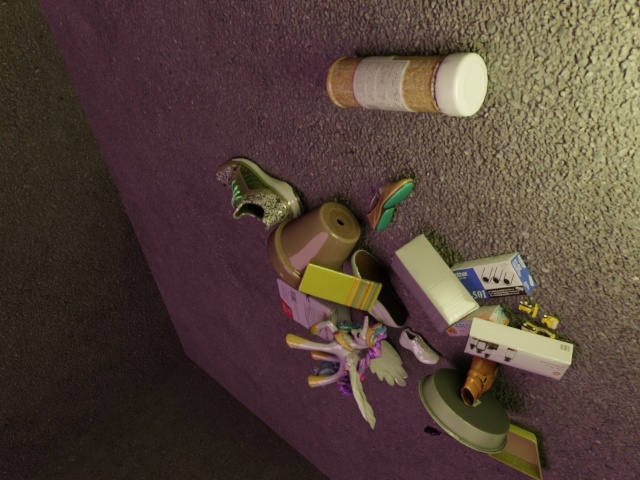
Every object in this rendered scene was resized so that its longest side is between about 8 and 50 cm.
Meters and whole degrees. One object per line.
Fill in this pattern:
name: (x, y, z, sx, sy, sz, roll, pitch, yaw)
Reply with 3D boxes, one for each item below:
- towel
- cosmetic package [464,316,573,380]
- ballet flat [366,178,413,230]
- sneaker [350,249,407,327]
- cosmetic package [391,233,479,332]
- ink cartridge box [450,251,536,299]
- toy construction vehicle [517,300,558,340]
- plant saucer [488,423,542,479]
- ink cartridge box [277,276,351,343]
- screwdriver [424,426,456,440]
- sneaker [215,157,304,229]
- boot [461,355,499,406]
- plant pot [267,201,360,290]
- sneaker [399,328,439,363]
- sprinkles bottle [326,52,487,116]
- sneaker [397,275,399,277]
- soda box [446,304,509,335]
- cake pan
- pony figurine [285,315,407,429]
towel: (0.059, 0.140, 1.573, 0.237, 0.021, 0.102, 17, 113, -9)
cosmetic package: (0.492, 0.273, 1.316, 0.239, 0.060, 0.099, 14, 146, 16)
ballet flat: (0.175, -0.109, 1.413, 0.073, 0.080, 0.232, 58, 150, 20)
sneaker: (0.157, 0.163, 1.677, 0.123, 0.106, 0.290, -10, 115, 53)
cosmetic package: (0.295, 0.116, 1.389, 0.238, 0.107, 0.127, 58, 172, 16)
ink cartridge box: (0.426, 0.094, 1.319, 0.207, 0.046, 0.097, -18, 106, 57)
toy construction vehicle: (0.538, 0.197, 1.297, 0.098, 0.035, 0.086, 23, 128, 34)
plant saucer: (0.604, 0.637, 1.637, 0.188, 0.045, 0.188, 13, 132, 46)
ink cartridge box: (-0.020, 0.240, 1.976, 0.273, 0.114, 0.197, 28, 141, 34)
screwdriver: (0.457, 0.722, 1.943, 0.170, 0.024, 0.025, -5, 89, 47)
sneaker: (-0.255, -0.157, 1.814, 0.410, 0.182, 0.158, 28, 141, 35)
boot: (0.440, 0.355, 1.461, 0.073, 0.152, 0.197, 10, 129, 47)
plant pot: (0.000, 0.000, 1.623, 0.263, 0.263, 0.229, 49, 130, 5)
sneaker: (0.321, 0.345, 1.702, 0.152, 0.053, 0.061, 33, 141, 29)
sprinkles bottle: (0.173, -0.339, 1.134, 0.355, 0.121, 0.121, 17, 135, 43)
sneaker: (0.249, 0.104, 1.536, 0.042, 0.067, 0.118, 56, 148, -5)
soda box: (0.420, 0.221, 1.437, 0.058, 0.063, 0.183, 56, 148, -11)
cake pan: (0.426, 0.481, 1.524, 0.293, 0.293, 0.054, 38, 113, 22)
pony figurine: (0.103, 0.415, 1.781, 0.363, 0.303, 0.351, -13, 110, 36)
